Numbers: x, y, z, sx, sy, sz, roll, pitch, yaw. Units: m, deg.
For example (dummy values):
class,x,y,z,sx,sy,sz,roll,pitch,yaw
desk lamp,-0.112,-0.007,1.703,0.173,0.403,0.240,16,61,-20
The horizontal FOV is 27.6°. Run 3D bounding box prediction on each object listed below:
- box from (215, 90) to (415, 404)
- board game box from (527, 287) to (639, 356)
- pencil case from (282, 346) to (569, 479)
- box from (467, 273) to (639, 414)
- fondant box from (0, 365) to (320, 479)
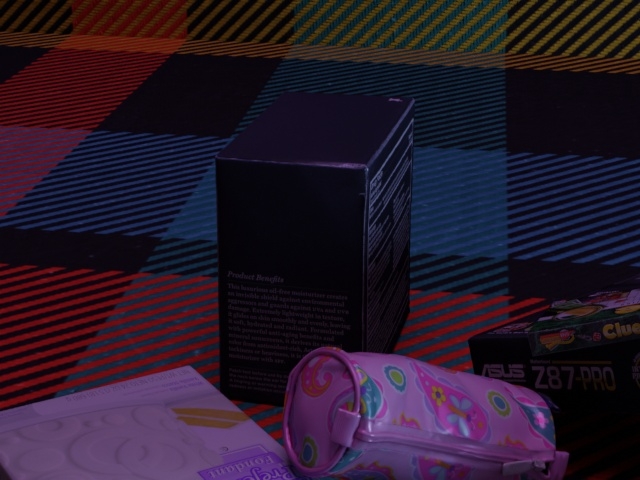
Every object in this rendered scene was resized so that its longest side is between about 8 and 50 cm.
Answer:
class,x,y,z,sx,sy,sz,roll,pitch,yaw
box,0.000,0.000,1.540,0.182,0.294,0.296,6,21,12
board game box,0.342,0.065,1.277,0.259,0.030,0.136,-12,8,22
pencil case,0.101,0.176,1.213,0.284,0.124,0.124,17,9,-36
box,0.405,0.102,1.396,0.318,0.097,0.395,-14,4,-35
fondant box,-0.150,0.241,1.186,0.238,0.096,0.330,-12,26,-30
